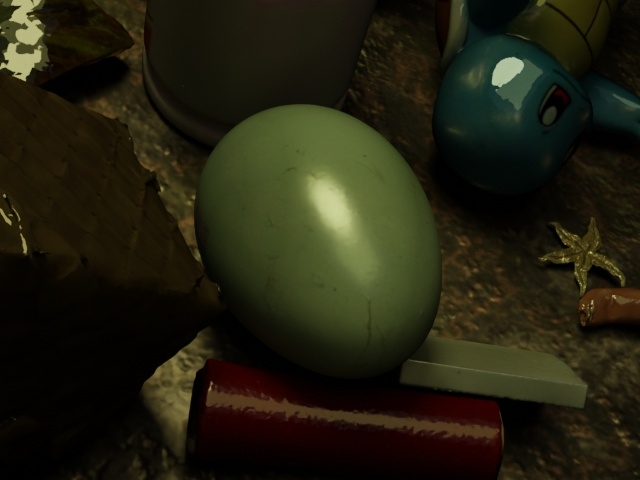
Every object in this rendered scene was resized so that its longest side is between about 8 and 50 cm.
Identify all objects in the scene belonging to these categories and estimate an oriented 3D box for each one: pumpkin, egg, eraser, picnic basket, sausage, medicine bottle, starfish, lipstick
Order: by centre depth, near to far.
[{"bbox_3d":[-0.269,0.043,0.853,0.321,0.291,0.254,-37,65,15],"label":"picnic basket"},{"bbox_3d":[0.019,0.144,0.958,0.241,0.080,0.080,8,54,-8],"label":"lipstick"},{"bbox_3d":[0.000,0.000,0.978,0.183,0.183,0.264,-11,41,-21],"label":"egg"},{"bbox_3d":[0.129,0.103,1.008,0.150,0.104,0.023,9,99,-6],"label":"eraser"},{"bbox_3d":[-0.042,-0.243,1.066,0.202,0.316,0.202,7,54,-10],"label":"medicine bottle"},{"bbox_3d":[-0.352,-0.185,1.088,0.258,0.095,0.290,45,66,4],"label":"pumpkin"},{"bbox_3d":[0.302,0.063,1.108,0.158,0.036,0.042,5,20,-11],"label":"sausage"},{"bbox_3d":[0.245,0.011,1.145,0.092,0.016,0.086,36,56,19],"label":"starfish"}]

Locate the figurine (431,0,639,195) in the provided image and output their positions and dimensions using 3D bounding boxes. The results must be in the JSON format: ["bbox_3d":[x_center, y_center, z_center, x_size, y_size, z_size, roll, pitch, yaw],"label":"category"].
[{"bbox_3d":[0.203,-0.245,1.194,0.243,0.298,0.416,-17,52,16],"label":"figurine"}]
